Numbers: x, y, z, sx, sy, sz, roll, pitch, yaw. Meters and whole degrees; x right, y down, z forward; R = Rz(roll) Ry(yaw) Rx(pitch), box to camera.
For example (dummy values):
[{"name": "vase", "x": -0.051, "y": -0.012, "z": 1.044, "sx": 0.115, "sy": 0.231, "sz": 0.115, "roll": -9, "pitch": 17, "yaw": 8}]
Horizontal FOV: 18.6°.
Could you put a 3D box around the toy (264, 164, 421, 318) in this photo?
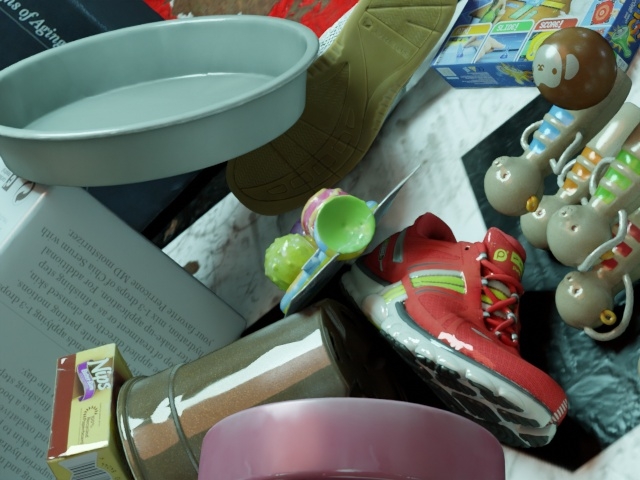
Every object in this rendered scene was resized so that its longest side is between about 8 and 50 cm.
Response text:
[{"name": "toy", "x": 0.000, "y": 0.000, "z": 1.490, "sx": 0.137, "sy": 0.056, "sz": 0.237, "roll": -47, "pitch": 1, "yaw": -11}]

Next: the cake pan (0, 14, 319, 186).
[{"name": "cake pan", "x": -0.141, "y": -0.116, "z": 1.601, "sx": 0.293, "sy": 0.054, "sz": 0.293, "roll": -9, "pitch": 22, "yaw": 4}]

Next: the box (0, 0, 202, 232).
[{"name": "box", "x": -0.428, "y": -0.128, "z": 1.892, "sx": 0.472, "sy": 0.480, "sz": 0.297, "roll": -43, "pitch": 30, "yaw": 10}]

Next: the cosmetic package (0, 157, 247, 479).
[{"name": "cosmetic package", "x": -0.303, "y": 0.163, "z": 1.653, "sx": 0.453, "sy": 0.230, "sz": 0.161, "roll": -51, "pitch": 30, "yaw": -4}]

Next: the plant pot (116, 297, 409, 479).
[{"name": "plant pot", "x": -0.032, "y": 0.133, "z": 1.412, "sx": 0.165, "sy": 0.167, "sz": 0.167, "roll": -31, "pitch": 34, "yaw": 15}]

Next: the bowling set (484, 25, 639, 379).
[{"name": "bowling set", "x": 0.172, "y": -0.037, "z": 1.296, "sx": 0.154, "sy": 0.200, "sz": 0.287, "roll": -49, "pitch": 26, "yaw": 3}]

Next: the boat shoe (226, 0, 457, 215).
[{"name": "boat shoe", "x": 0.026, "y": -0.135, "z": 1.705, "sx": 0.277, "sy": 0.098, "sz": 0.096, "roll": -47, "pitch": 3, "yaw": 19}]

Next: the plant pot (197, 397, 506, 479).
[{"name": "plant pot", "x": 0.017, "y": 0.216, "z": 1.228, "sx": 0.201, "sy": 0.201, "sz": 0.180, "roll": -20, "pitch": 56, "yaw": 40}]

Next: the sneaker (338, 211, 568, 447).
[{"name": "sneaker", "x": 0.104, "y": 0.047, "z": 1.377, "sx": 0.118, "sy": 0.107, "sz": 0.279, "roll": -44, "pitch": 30, "yaw": -1}]

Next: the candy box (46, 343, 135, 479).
[{"name": "candy box", "x": -0.144, "y": 0.182, "z": 1.461, "sx": 0.053, "sy": 0.186, "sz": 0.109, "roll": -16, "pitch": 38, "yaw": 11}]

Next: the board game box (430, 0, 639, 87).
[{"name": "board game box", "x": 0.192, "y": -0.189, "z": 1.589, "sx": 0.201, "sy": 0.035, "sz": 0.136, "roll": 6, "pitch": 60, "yaw": 55}]
